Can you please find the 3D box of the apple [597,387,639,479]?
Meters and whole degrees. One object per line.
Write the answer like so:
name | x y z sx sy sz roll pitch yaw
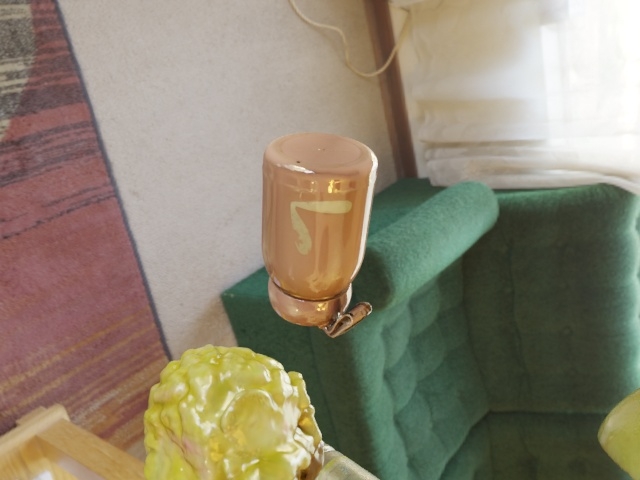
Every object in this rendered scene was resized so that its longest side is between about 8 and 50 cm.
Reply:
apple | 0.556 0.315 0.759 0.233 0.295 0.258 -38 167 4

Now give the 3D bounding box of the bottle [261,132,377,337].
bottle | 0.000 0.000 0.893 0.173 0.206 0.296 -22 130 -41

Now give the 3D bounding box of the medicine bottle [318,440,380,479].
medicine bottle | 0.042 0.530 1.161 0.151 0.322 0.151 -24 124 -42

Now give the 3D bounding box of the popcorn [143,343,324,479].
popcorn | -0.099 0.250 0.699 0.212 0.259 0.259 -17 106 -52
